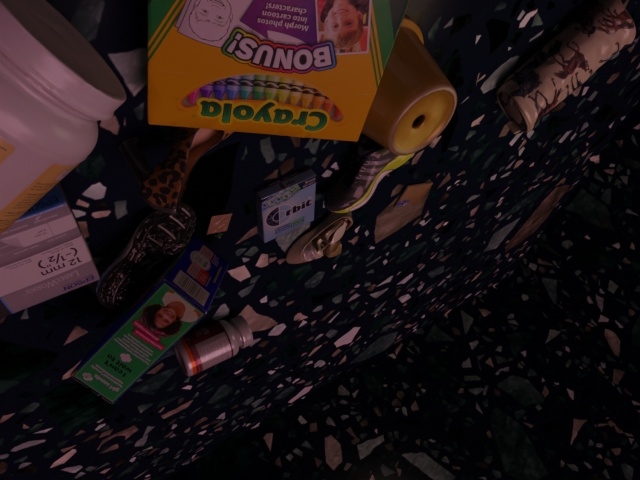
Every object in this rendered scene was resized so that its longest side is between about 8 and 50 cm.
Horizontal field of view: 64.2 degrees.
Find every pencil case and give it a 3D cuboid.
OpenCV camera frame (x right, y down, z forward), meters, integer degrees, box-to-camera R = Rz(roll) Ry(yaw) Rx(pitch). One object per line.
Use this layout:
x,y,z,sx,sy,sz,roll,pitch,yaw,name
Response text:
0.698,-0.494,1.472,0.410,0.160,0.183,-41,138,8,pencil case

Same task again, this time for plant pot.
0.133,-0.306,1.024,0.254,0.239,0.254,-27,151,-16,plant pot

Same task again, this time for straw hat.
0.035,0.019,1.599,0.145,0.061,0.144,-27,151,-17,straw hat

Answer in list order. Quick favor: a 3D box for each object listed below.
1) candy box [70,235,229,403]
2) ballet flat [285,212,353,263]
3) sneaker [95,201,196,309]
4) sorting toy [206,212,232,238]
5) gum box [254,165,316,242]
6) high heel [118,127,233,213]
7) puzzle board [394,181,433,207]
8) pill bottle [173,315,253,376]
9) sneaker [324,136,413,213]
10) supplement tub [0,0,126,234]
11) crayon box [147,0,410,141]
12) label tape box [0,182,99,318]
-0.372,0.170,1.158,0.317,0.122,0.268,-45,-167,14,candy box
0.000,0.000,1.506,0.248,0.086,0.086,-44,152,11,ballet flat
-0.381,0.020,1.105,0.271,0.108,0.100,-48,115,-6,sneaker
-0.251,-0.033,1.243,0.062,0.012,0.083,-17,143,-42,sorting toy
-0.088,-0.089,1.313,0.157,0.041,0.184,-26,150,-20,gum box
-0.209,-0.150,0.923,0.261,0.186,0.093,-27,151,-18,high heel
0.311,-0.154,1.707,0.128,0.011,0.096,-11,144,-38,puzzle board
-0.329,0.319,1.575,0.221,0.121,0.121,-22,149,-28,pill bottle
0.111,-0.198,1.333,0.300,0.111,0.121,-47,141,6,sneaker
-0.424,-0.132,0.594,0.331,0.241,0.241,-40,152,5,supplement tub
-0.074,-0.315,0.781,0.363,0.106,0.313,1,138,-17,crayon box
-0.549,0.051,0.921,0.249,0.115,0.347,-24,148,-23,label tape box
